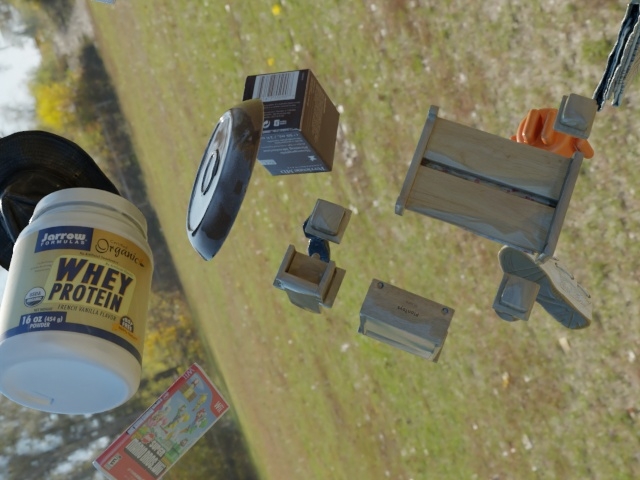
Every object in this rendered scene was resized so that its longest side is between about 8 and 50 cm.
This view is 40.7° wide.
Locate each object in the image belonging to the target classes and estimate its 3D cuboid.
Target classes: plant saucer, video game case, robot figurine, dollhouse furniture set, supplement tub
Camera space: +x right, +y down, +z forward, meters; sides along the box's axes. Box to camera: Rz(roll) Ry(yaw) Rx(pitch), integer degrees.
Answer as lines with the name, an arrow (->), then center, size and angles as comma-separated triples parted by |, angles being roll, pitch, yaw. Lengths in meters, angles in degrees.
plant saucer -> -0.182, -0.117, 1.562 | 0.310, 0.050, 0.311 | -163, 90, -71
video game case -> -0.328, 0.409, 1.829 | 0.025, 0.285, 0.204 | 35, 161, 32
robot figurine -> 0.521, -0.218, 1.960 | 0.219, 0.158, 0.128 | 39, -151, -55
dollhouse furniture set -> 0.146, -0.042, 1.112 | 0.174, 0.303, 0.356 | 80, -148, -75
supplement tub -> -0.391, 0.095, 1.393 | 0.228, 0.228, 0.316 | 85, -178, -54

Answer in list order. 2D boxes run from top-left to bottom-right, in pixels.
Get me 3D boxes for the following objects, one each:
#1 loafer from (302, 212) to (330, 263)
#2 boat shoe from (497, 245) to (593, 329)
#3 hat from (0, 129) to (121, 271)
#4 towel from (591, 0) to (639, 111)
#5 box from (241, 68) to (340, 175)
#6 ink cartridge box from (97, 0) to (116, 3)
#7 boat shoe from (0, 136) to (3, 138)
loafer -> 0.000, 0.000, 2.221 | 0.061, 0.062, 0.170 | -62, -28, -43
boat shoe -> 0.491, 0.080, 1.869 | 0.277, 0.096, 0.098 | 42, 145, -21
hat -> -0.564, -0.047, 1.722 | 0.134, 0.331, 0.331 | -112, 5, -71
towel -> 0.662, -0.444, 1.731 | 0.056, 0.324, 0.312 | 31, 154, 18
box -> -0.072, -0.274, 2.027 | 0.203, 0.168, 0.167 | 47, -135, -57
ink cartridge box -> -0.539, -0.614, 1.855 | 0.092, 0.219, 0.160 | 119, 154, -58
boat shoe -> -0.741, -0.104, 1.903 | 0.084, 0.095, 0.258 | -33, 45, 52
